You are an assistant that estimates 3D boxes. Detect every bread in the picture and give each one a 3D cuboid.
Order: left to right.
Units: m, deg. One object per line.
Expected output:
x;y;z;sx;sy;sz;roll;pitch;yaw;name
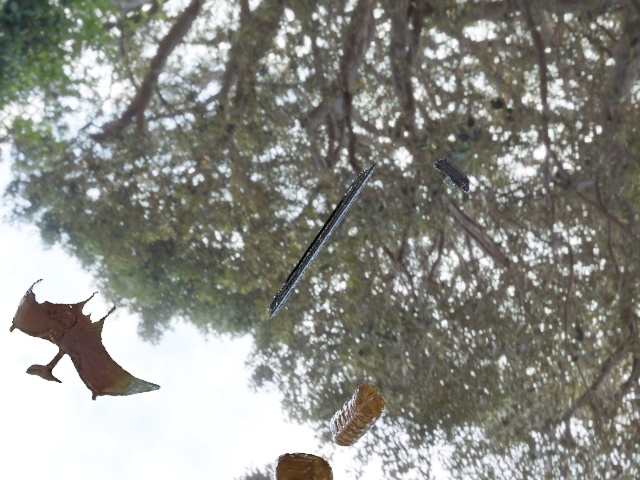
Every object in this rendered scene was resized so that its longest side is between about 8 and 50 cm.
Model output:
-0.024;0.314;0.847;0.083;0.070;0.076;13;-84;-9;bread
0.051;0.252;0.971;0.044;0.157;0.052;-13;-119;-25;bread

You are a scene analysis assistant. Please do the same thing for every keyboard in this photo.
0.000;0.000;0.750;0.010;0.063;0.198;35;-93;-5;keyboard

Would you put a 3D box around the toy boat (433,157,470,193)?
0.236;-0.115;1.225;0.083;0.038;0.038;42;-106;6;toy boat

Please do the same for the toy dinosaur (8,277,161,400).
-0.472;0.201;1.360;0.327;0.113;0.206;11;-96;9;toy dinosaur
